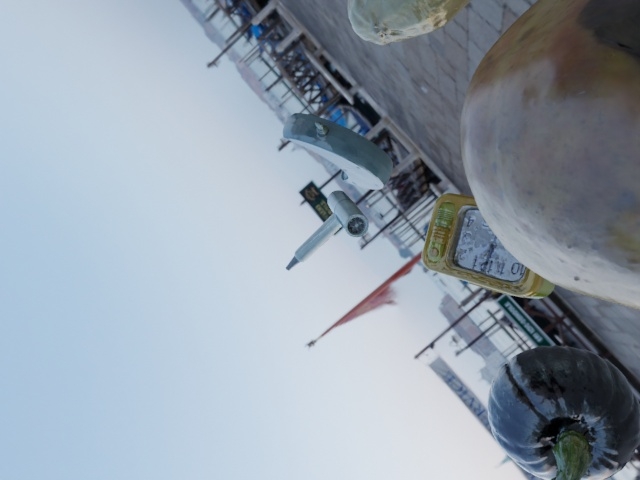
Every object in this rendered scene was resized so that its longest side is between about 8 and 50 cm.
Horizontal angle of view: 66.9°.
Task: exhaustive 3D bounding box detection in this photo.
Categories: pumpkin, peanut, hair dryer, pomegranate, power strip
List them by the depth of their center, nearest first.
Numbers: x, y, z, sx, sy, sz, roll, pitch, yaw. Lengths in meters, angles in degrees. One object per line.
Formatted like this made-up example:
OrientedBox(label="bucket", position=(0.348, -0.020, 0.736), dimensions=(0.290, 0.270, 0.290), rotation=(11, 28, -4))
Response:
OrientedBox(label="pomegranate", position=(0.248, -0.082, 0.364), dimensions=(0.281, 0.281, 0.281), rotation=(48, -173, -8))
OrientedBox(label="hair dryer", position=(0.000, 0.004, 0.846), dimensions=(0.044, 0.183, 0.155), rotation=(37, -171, -19))
OrientedBox(label="peanut", position=(0.212, -0.474, 0.847), dimensions=(0.169, 0.387, 0.192), rotation=(43, -134, -33))
OrientedBox(label="power strip", position=(0.042, -0.160, 0.886), dimensions=(0.168, 0.054, 0.253), rotation=(21, 175, 37))
OrientedBox(label="pumpkin", position=(0.496, 0.367, 0.984), dimensions=(0.296, 0.296, 0.296), rotation=(48, -173, -8))

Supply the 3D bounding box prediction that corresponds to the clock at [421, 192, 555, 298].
OrientedBox(label="clock", position=(0.278, 0.006, 0.789), dimensions=(0.202, 0.143, 0.096), rotation=(16, -179, 43))
